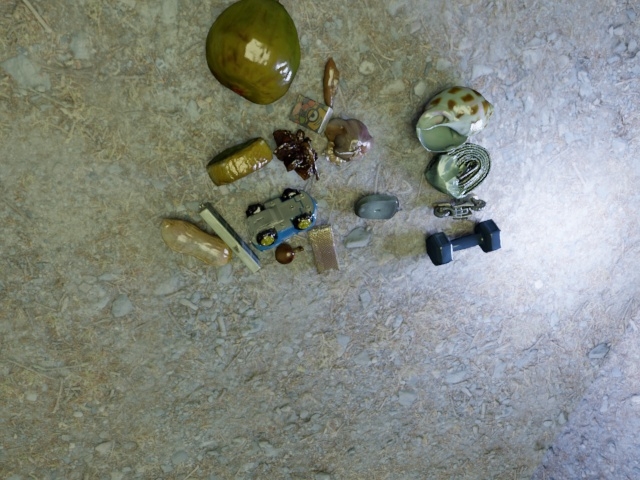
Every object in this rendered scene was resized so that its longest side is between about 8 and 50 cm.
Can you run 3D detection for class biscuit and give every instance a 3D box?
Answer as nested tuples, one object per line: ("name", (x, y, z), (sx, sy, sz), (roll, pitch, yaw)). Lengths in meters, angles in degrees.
("biscuit", (0.015, 0.038, 1.990), (0.108, 0.061, 0.238), (-10, 123, 4))

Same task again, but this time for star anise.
("star anise", (-0.086, -0.349, 1.808), (0.220, 0.190, 0.126), (13, 142, -41))

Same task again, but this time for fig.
("fig", (-0.219, -0.660, 1.598), (0.344, 0.343, 0.343), (-4, 110, -10))

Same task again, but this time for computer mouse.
("computer mouse", (0.244, -0.148, 1.998), (0.229, 0.068, 0.113), (-1, 128, -23))

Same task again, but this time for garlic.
("garlic", (0.085, -0.360, 1.823), (0.207, 0.256, 0.207), (17, 137, 16))

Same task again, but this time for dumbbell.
("dumbbell", (0.648, 0.010, 2.095), (0.325, 0.160, 0.144), (-15, 80, -7))

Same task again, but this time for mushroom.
("mushroom", (-0.133, 0.050, 1.987), (0.130, 0.073, 0.088), (-21, 82, -6))

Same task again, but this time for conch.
("conch", (0.549, -0.492, 1.869), (0.368, 0.197, 0.249), (1, 121, -5))

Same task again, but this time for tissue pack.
("tissue pack", (-0.036, -0.482, 1.787), (0.148, 0.060, 0.108), (30, 102, 22))

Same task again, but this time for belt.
("belt", (0.583, -0.304, 1.968), (0.258, 0.150, 0.207), (-34, 104, 1))

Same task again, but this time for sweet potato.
("sweet potato", (0.041, -0.600, 1.801), (0.068, 0.060, 0.205), (17, 121, 22))

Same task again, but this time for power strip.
("power strip", (-0.369, -0.016, 1.895), (0.043, 0.106, 0.367), (-37, 112, 5))

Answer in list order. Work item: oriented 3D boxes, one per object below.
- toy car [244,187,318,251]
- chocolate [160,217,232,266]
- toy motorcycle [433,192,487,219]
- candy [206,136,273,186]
("toy car", (-0.153, -0.077, 1.887), (0.314, 0.198, 0.166), (-25, 145, -6))
("chocolate", (-0.501, 0.012, 1.866), (0.309, 0.134, 0.134), (30, 101, -20))
("toy motorcycle", (0.609, -0.155, 2.054), (0.229, 0.129, 0.094), (-10, 132, 6))
("candy", (-0.301, -0.292, 1.732), (0.260, 0.260, 0.118), (-29, 111, -1))
